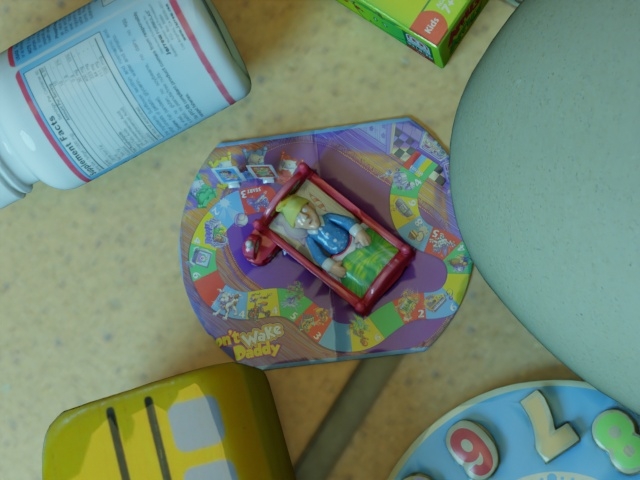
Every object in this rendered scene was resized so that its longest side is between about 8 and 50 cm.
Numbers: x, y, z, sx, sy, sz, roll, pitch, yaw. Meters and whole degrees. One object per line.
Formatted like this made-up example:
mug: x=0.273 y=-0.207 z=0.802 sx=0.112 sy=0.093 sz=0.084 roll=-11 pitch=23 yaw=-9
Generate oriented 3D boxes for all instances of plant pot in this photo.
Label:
plant pot: x=0.173 y=-0.036 z=0.658 sx=0.191 sy=0.284 sz=0.284 roll=-2 pitch=80 yaw=44

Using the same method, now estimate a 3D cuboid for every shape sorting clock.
shape sorting clock: x=0.123 y=0.175 z=0.728 sx=0.206 sy=0.040 sz=0.206 roll=-1 pitch=82 yaw=9

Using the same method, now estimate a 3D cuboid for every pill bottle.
pill bottle: x=-0.126 y=-0.083 z=0.783 sx=0.160 sy=0.087 sz=0.087 roll=-28 pitch=78 yaw=5

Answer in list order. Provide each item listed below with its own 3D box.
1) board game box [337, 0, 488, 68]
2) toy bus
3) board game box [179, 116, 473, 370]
board game box: x=0.018 y=-0.186 z=0.797 sx=0.181 sy=0.043 sz=0.092 roll=34 pitch=89 yaw=12
toy bus: x=-0.050 y=0.240 z=0.714 sx=0.130 sy=0.108 sz=0.333 roll=-17 pitch=79 yaw=5
board game box: x=0.000 y=0.000 z=0.778 sx=0.168 sy=0.033 sz=0.133 roll=-7 pitch=80 yaw=9
